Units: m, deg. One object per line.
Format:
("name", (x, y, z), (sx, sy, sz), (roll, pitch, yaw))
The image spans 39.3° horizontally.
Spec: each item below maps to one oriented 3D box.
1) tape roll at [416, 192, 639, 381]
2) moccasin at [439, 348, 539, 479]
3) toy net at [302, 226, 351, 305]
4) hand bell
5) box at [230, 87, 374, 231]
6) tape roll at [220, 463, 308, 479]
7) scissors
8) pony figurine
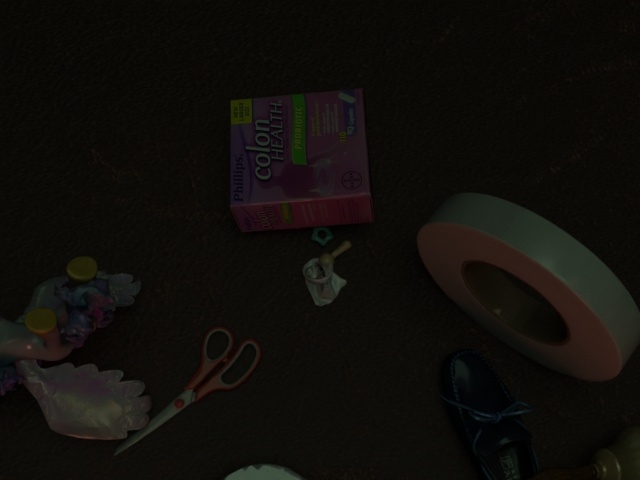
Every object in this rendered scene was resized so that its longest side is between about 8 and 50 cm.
("tape roll", (0.330, 0.079, 1.452), (0.392, 0.392, 0.072), (39, 74, 7))
("moccasin", (0.314, 0.337, 1.509), (0.137, 0.117, 0.342), (-23, 77, -12))
("toy net", (0.000, 0.000, 1.621), (0.122, 0.045, 0.232), (9, 73, -3))
("hand bell", (0.434, 0.381, 1.466), (0.242, 0.126, 0.126), (-3, 72, -25))
("box", (-0.033, -0.141, 1.590), (0.243, 0.117, 0.213), (-4, 67, 5))
("tape roll", (-0.094, 0.475, 1.454), (0.219, 0.072, 0.219), (1, 74, -4))
("scissors", (-0.220, 0.273, 1.530), (0.109, 0.021, 0.297), (36, 73, 6))
("pony figurine", (-0.436, 0.153, 1.410), (0.351, 0.363, 0.303), (-2, 63, -21))
